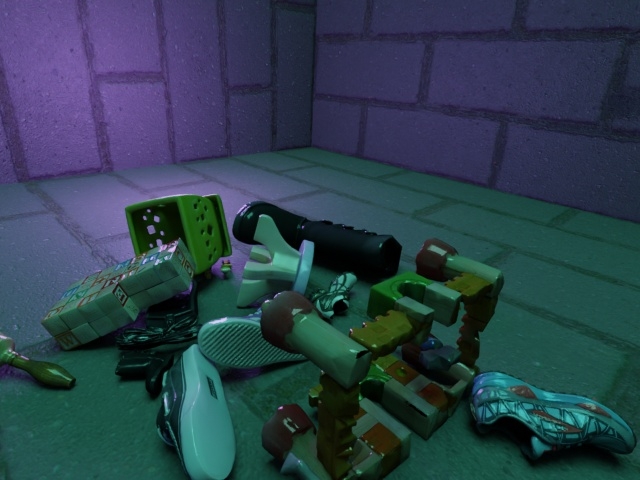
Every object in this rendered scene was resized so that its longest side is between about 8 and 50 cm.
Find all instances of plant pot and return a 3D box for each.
[{"bbox_3d":[-0.406,-0.023,1.220,0.226,0.229,0.207,-7,10,27],"label":"plant pot"}]

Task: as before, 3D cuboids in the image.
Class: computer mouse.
[{"bbox_3d":[-0.367,0.177,0.990,0.188,0.072,0.272,-6,27,-8],"label":"computer mouse"}]

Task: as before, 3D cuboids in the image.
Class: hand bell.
[{"bbox_3d":[-0.596,0.237,0.804,0.241,0.126,0.126,18,24,5],"label":"hand bell"}]

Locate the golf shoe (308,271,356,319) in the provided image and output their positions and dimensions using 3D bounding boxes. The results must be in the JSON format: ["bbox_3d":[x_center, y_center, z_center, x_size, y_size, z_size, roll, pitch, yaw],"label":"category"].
[{"bbox_3d":[0.052,0.155,1.105,0.093,0.077,0.198,30,40,28],"label":"golf shoe"}]

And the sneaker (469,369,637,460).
[{"bbox_3d":[0.396,0.334,0.714,0.261,0.104,0.125,11,44,23],"label":"sneaker"}]

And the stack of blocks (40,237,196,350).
[{"bbox_3d":[-0.453,0.118,0.947,0.296,0.087,0.171,-23,25,1],"label":"stack of blocks"}]

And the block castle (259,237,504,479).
[{"bbox_3d":[0.108,0.189,0.722,0.452,0.304,0.212,-16,28,-40],"label":"block castle"}]

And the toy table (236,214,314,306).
[{"bbox_3d":[-0.117,0.072,1.087,0.160,0.253,0.274,16,-2,-7],"label":"toy table"}]

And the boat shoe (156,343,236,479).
[{"bbox_3d":[-0.224,0.297,0.688,0.102,0.108,0.301,-39,31,-3],"label":"boat shoe"}]

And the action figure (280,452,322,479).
[{"bbox_3d":[0.048,0.398,0.354,0.329,0.179,0.341,24,32,13],"label":"action figure"}]

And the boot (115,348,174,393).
[{"bbox_3d":[-0.360,0.262,0.818,0.099,0.045,0.121,4,16,-4],"label":"boot"}]

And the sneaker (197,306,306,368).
[{"bbox_3d":[-0.148,0.199,0.900,0.281,0.102,0.161,14,9,-35],"label":"sneaker"}]

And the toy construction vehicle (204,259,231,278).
[{"bbox_3d":[-0.314,0.091,1.251,0.085,0.035,0.098,-5,16,-20],"label":"toy construction vehicle"}]

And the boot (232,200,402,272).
[{"bbox_3d":[0.001,0.000,1.288,0.444,0.146,0.366,19,11,28],"label":"boot"}]
